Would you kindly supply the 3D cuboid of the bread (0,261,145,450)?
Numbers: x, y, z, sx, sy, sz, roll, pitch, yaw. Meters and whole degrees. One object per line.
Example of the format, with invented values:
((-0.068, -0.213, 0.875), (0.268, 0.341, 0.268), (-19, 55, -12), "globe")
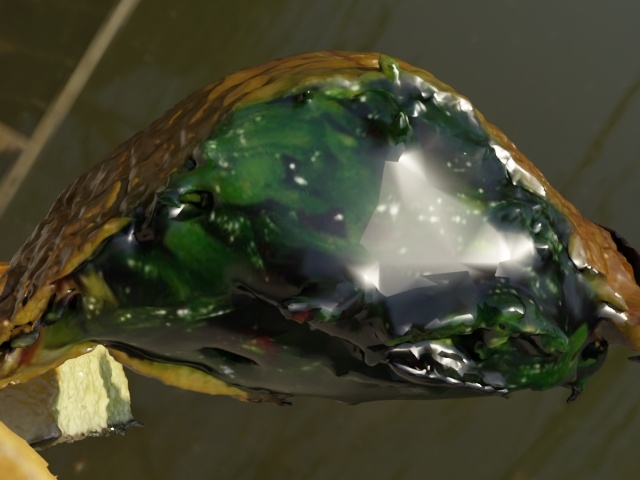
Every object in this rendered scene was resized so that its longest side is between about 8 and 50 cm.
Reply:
((-0.203, 0.077, 1.146), (0.260, 0.129, 0.134), (5, 73, -84), "bread")

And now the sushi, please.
((0.000, 0.000, 0.684), (0.287, 0.149, 0.140), (2, 44, -15), "sushi")

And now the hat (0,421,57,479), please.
((-0.154, 0.166, 0.358), (0.233, 0.244, 0.233), (23, 19, 15), "hat")
